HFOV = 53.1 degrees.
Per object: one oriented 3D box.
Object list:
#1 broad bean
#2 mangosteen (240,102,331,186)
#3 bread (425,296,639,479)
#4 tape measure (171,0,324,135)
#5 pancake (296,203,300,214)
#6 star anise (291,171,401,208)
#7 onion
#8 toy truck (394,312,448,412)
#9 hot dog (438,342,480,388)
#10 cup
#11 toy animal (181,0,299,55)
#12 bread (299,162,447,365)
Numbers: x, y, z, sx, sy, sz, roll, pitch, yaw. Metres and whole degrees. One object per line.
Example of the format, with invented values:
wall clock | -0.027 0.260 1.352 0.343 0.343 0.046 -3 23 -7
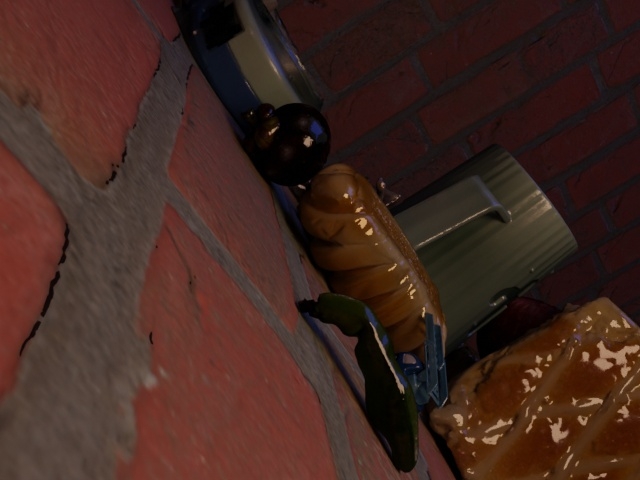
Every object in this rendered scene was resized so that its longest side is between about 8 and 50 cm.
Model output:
broad bean | 0.053 0.127 0.623 0.195 0.061 0.046 58 9 0
mangosteen | -0.053 -0.143 0.912 0.140 0.140 0.140 57 6 -10
bread | 0.413 0.320 1.048 0.371 0.390 0.279 60 2 12
tape measure | -0.107 -0.288 1.070 0.259 0.138 0.262 51 9 -40
pancake | 0.004 0.003 1.024 0.116 0.022 0.129 53 7 -36
star anise | 0.045 -0.082 1.156 0.230 0.081 0.262 16 3 -29
onion | 0.428 0.235 1.311 0.246 0.190 0.246 44 -25 27
toy truck | 0.119 0.156 0.815 0.063 0.074 0.136 53 25 -30
hot dog | 0.340 0.338 1.495 0.153 0.150 0.257 47 8 -3
cup | 0.255 0.035 1.224 0.310 0.392 0.401 52 12 -4
toy animal | -0.192 -0.527 1.321 0.344 0.194 0.303 55 10 -79
bread | 0.072 0.035 0.920 0.311 0.121 0.173 56 19 -16
